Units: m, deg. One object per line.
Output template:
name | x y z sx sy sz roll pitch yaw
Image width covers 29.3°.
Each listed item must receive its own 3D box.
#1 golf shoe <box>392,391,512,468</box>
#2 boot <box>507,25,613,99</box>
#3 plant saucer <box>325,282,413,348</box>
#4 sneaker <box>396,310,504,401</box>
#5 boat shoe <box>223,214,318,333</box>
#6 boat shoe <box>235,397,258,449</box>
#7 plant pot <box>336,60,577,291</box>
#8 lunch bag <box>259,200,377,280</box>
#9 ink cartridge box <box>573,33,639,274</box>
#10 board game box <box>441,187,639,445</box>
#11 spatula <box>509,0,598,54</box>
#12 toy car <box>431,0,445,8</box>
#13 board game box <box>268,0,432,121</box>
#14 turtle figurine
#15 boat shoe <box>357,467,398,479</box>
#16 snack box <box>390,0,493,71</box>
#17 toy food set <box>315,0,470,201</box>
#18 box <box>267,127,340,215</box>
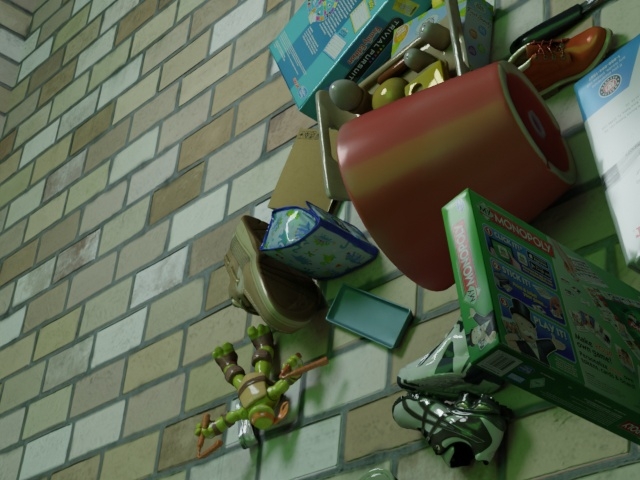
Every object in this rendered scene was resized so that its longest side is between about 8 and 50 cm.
golf shoe | 0.159 0.252 1.619 0.198 0.077 0.093 -10 59 52
boot | 0.338 -0.263 1.746 0.158 0.085 0.059 -34 40 34
plant saucer | 0.076 0.116 1.890 0.192 0.018 0.067 19 82 58
sneaker | 0.206 0.120 1.637 0.235 0.094 0.153 -27 45 42
boat shoe | -0.092 0.077 2.070 0.110 0.122 0.341 -57 22 16
boat shoe | -0.117 0.297 2.015 0.035 0.035 0.100 -20 41 10
plant pot | 0.198 -0.103 1.681 0.243 0.275 0.274 -31 43 24
lunch bag | 0.000 0.000 1.977 0.151 0.129 0.096 -5 63 54
ink cartridge box | 0.448 -0.117 1.440 0.223 0.129 0.307 -38 40 32
board game box | 0.273 0.093 1.354 0.046 0.317 0.213 -40 38 32
spatula | 0.393 -0.353 1.783 0.296 0.030 0.084 -35 43 35
toy car | 0.282 -0.455 1.991 0.239 0.053 0.225 -57 33 8
board game box | 0.061 -0.406 2.239 0.336 0.079 0.253 -49 35 19
turtle figurine | -0.095 0.231 1.979 0.269 0.087 0.217 -40 32 14
boat shoe | 0.053 0.416 1.650 0.081 0.069 0.227 23 86 46
snack box | 0.189 -0.277 1.974 0.174 0.070 0.207 -24 48 45
toy food set | 0.110 -0.223 1.897 0.306 0.092 0.219 -36 47 38
box | -0.007 -0.122 2.176 0.201 0.021 0.164 10 75 56
